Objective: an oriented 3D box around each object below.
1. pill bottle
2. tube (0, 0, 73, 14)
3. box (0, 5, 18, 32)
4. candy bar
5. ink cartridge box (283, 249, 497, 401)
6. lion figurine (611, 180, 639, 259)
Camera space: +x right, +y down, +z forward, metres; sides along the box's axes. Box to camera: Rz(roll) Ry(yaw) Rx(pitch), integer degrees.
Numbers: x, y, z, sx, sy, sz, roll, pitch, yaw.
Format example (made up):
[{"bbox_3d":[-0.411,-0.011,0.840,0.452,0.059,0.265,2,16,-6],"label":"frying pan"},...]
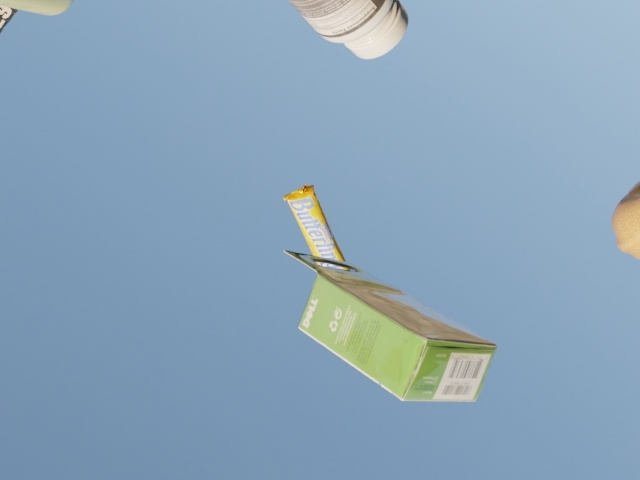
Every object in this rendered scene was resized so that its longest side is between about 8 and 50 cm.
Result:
[{"bbox_3d":[0.027,-0.475,2.021,0.318,0.176,0.176,40,-154,-43],"label":"pill bottle"},{"bbox_3d":[-0.301,-0.247,1.016,0.240,0.070,0.062,-27,-74,-74],"label":"tube"},{"bbox_3d":[-0.433,-0.431,1.445,0.322,0.257,0.079,38,178,43],"label":"box"},{"bbox_3d":[0.000,0.000,1.284,0.018,0.040,0.161,-101,-11,-55],"label":"candy bar"},{"bbox_3d":[0.054,0.081,1.062,0.109,0.062,0.209,10,-165,-45],"label":"ink cartridge box"},{"bbox_3d":[0.359,-0.065,1.028,0.240,0.392,0.142,-32,-117,-24],"label":"lion figurine"}]
